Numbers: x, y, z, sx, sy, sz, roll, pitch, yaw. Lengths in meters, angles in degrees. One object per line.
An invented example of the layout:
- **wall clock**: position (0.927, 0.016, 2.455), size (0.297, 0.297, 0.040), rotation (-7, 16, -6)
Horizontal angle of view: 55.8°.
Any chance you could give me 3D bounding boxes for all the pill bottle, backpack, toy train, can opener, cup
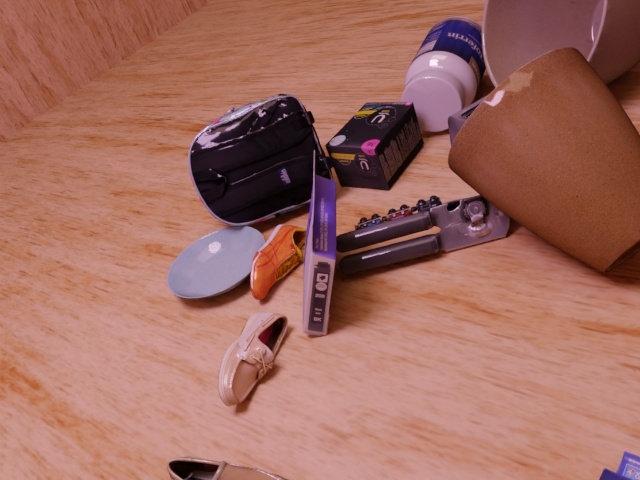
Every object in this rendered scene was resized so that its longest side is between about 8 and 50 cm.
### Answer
- **pill bottle**: position (0.267, -0.355, 1.292), size (0.153, 0.153, 0.264), rotation (0, 42, 29)
- **backpack**: position (-0.129, -0.153, 1.188), size (0.253, 0.225, 0.191), rotation (-26, 16, -8)
- **toy train**: position (0.137, -0.040, 1.062), size (0.158, 0.027, 0.036), rotation (-17, 46, 7)
- **can opener**: position (0.166, -0.013, 0.991), size (0.283, 0.076, 0.095), rotation (-15, 4, 12)
- **cup**: position (0.504, -0.423, 1.156), size (0.237, 0.331, 0.331), rotation (-5, 30, -21)

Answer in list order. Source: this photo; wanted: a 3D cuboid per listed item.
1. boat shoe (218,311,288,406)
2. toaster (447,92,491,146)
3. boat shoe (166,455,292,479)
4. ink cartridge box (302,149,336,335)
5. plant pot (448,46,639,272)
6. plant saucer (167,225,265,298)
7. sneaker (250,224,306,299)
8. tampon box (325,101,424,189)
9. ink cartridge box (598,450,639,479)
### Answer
- **boat shoe**: position (-0.095, 0.166, 0.887), size (0.059, 0.063, 0.170), rotation (-10, 36, 28)
- **toaster**: position (0.341, -0.193, 1.076), size (0.168, 0.110, 0.185), rotation (-30, 36, -9)
- **boat shoe**: position (-0.105, 0.294, 0.717), size (0.190, 0.072, 0.068), rotation (-3, 39, 25)
- **ink cartridge box**: position (0.000, 0.000, 0.932), size (0.045, 0.208, 0.206), rotation (3, 38, -2)
- **plant pot**: position (0.349, -0.091, 0.831), size (0.237, 0.237, 0.254), rotation (-31, 66, -11)
- **plant saucer**: position (-0.187, 0.048, 1.115), size (0.195, 0.037, 0.195), rotation (-14, 36, 11)
- **sneaker**: position (-0.071, 0.032, 1.053), size (0.067, 0.064, 0.175), rotation (7, 47, 22)
- **tampon box**: position (0.111, -0.191, 1.206), size (0.120, 0.101, 0.161), rotation (9, 46, 38)
- **ink cartridge box**: position (0.286, 0.318, 0.484), size (0.186, 0.065, 0.311), rotation (14, 47, 40)
